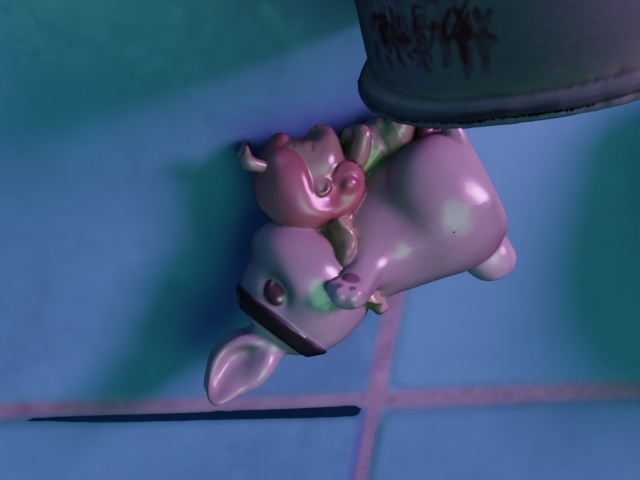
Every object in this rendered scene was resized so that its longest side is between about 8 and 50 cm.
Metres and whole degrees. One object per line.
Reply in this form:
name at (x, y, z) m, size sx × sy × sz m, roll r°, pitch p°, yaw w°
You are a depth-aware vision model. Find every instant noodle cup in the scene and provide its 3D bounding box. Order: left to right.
instant noodle cup at (0.092, -0.166, 0.601) m, size 0.234 × 0.235 × 0.178 m, roll -25°, pitch 110°, yaw -7°

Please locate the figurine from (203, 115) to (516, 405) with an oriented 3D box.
figurine at (0.000, -0.001, 0.733) m, size 0.146 × 0.081 × 0.098 m, roll -26°, pitch 77°, yaw -1°
